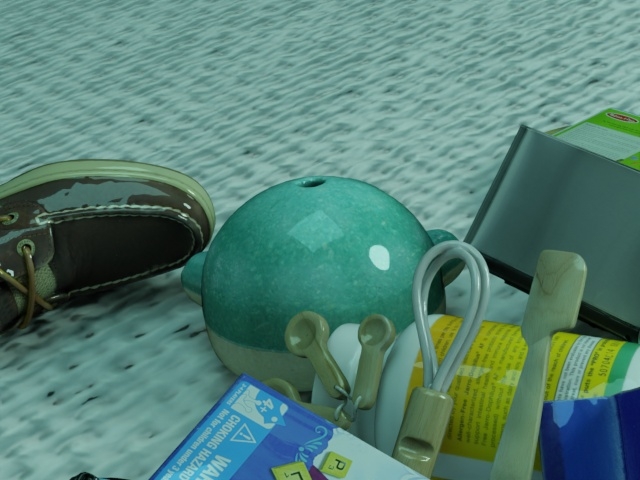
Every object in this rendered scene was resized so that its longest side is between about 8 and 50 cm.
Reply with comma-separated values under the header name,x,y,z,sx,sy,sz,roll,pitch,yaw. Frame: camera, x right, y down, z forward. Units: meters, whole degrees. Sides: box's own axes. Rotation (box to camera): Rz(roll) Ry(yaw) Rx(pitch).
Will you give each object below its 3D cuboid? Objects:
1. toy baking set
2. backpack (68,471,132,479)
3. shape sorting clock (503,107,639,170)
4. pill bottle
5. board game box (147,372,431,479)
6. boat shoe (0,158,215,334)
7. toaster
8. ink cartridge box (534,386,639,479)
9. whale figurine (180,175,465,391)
name,x,y,z,sx,sy,sz,roll,pitch,yaw
toy baking set,0.047,0.107,0.846,0.256,0.030,0.196,-25,60,26
backpack,-0.055,0.200,0.783,0.173,0.116,0.158,-6,30,2
shape sorting clock,0.260,-0.062,1.250,0.206,0.040,0.206,-7,26,4
pill bottle,0.106,0.109,0.910,0.208,0.117,0.117,7,33,23
board game box,0.006,0.245,0.611,0.318,0.066,0.318,27,50,18
boat shoe,-0.250,0.027,1.141,0.342,0.123,0.123,-6,44,0
toaster,0.204,0.007,1.008,0.186,0.110,0.168,28,6,40
ink cartridge box,0.287,0.147,0.770,0.333,0.165,0.065,-6,-13,4
whale figurine,0.000,0.000,1.097,0.216,0.141,0.272,-5,26,4
